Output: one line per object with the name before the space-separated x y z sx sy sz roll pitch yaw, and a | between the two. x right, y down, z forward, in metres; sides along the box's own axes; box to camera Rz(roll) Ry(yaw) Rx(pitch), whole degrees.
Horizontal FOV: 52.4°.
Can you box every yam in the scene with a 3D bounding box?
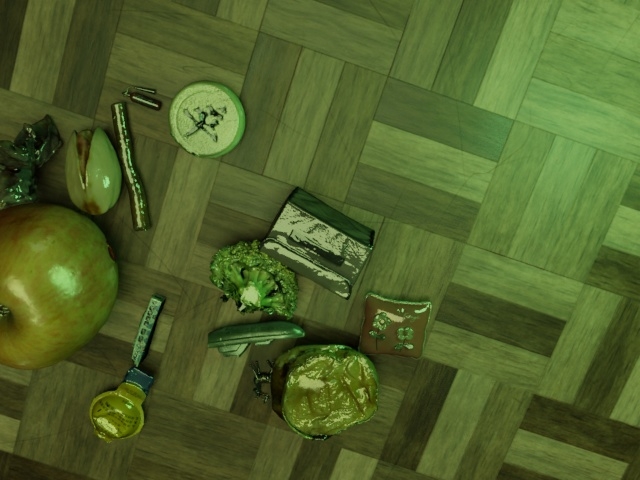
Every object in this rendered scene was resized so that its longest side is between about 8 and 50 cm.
yam | -0.481 -0.185 1.649 0.045 0.045 0.327 1 105 34

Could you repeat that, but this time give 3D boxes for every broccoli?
broccoli | -0.159 0.107 1.645 0.198 0.176 0.226 -28 79 22

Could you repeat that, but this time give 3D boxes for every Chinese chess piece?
Chinese chess piece | -0.279 -0.296 1.597 0.188 0.083 0.189 1 103 4

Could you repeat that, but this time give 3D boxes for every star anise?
star anise | -0.708 -0.181 1.561 0.110 0.257 0.198 13 112 -8

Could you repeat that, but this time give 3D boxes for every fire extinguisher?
fire extinguisher | -0.442 -0.360 1.611 0.100 0.032 0.046 20 114 -9

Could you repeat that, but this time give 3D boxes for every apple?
apple | -0.692 0.112 1.574 0.391 0.346 0.392 1 108 4

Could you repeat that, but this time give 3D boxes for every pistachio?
pistachio | -0.563 -0.170 1.605 0.143 0.144 0.215 -8 94 4

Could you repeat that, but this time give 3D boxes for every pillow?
pillow | 0.195 0.232 1.712 0.179 0.075 0.171 7 104 -1

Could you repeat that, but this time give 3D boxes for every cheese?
cheese | -0.542 0.455 1.790 0.156 0.064 0.250 34 106 -8

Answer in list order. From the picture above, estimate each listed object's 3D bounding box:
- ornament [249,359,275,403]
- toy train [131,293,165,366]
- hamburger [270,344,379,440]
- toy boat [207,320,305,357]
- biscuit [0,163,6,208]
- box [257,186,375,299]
ornament | -0.153 0.391 1.786 0.073 0.028 0.125 -5 101 3
toy train | -0.468 0.244 1.751 0.047 0.043 0.208 21 103 -3
hamburger | 0.009 0.393 1.730 0.284 0.134 0.266 -1 102 -3
toy boat | -0.168 0.261 1.728 0.260 0.078 0.085 -7 86 4
biscuit | -0.881 -0.169 1.610 0.238 0.062 0.108 24 113 -31
box | 0.000 0.000 1.610 0.252 0.188 0.153 30 105 -3
